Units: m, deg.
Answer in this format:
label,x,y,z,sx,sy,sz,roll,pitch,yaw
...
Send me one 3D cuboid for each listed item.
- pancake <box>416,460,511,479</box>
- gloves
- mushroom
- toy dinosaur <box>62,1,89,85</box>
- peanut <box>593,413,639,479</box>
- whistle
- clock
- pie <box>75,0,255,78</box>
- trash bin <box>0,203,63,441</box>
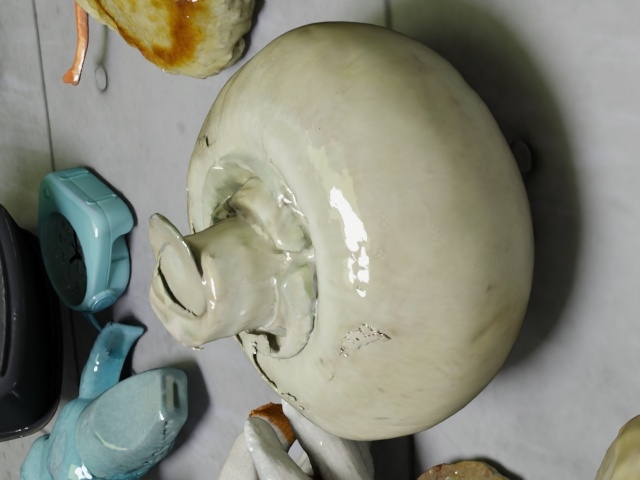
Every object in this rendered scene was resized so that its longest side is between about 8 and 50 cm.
label,x,y,z,sx,sy,sz,roll,pitch,yaw
pancake,0.091,0.216,0.888,0.158,0.028,0.158,-8,79,47
gloves,-0.014,0.178,0.939,0.131,0.218,0.140,38,165,1
mushroom,0.000,0.000,0.819,0.246,0.202,0.246,45,144,46
toy dinosaur,-0.234,-0.266,1.172,0.101,0.055,0.279,1,104,49
peanut,0.205,0.115,0.643,0.130,0.130,0.290,64,147,15
whistle,-0.185,0.180,1.244,0.274,0.093,0.186,-41,43,50
clock,-0.208,0.017,1.252,0.108,0.045,0.147,39,133,42
pie,-0.125,-0.212,1.012,0.205,0.084,0.178,40,133,35
trash bin,-0.326,0.075,1.269,0.290,0.182,0.209,123,142,-77
